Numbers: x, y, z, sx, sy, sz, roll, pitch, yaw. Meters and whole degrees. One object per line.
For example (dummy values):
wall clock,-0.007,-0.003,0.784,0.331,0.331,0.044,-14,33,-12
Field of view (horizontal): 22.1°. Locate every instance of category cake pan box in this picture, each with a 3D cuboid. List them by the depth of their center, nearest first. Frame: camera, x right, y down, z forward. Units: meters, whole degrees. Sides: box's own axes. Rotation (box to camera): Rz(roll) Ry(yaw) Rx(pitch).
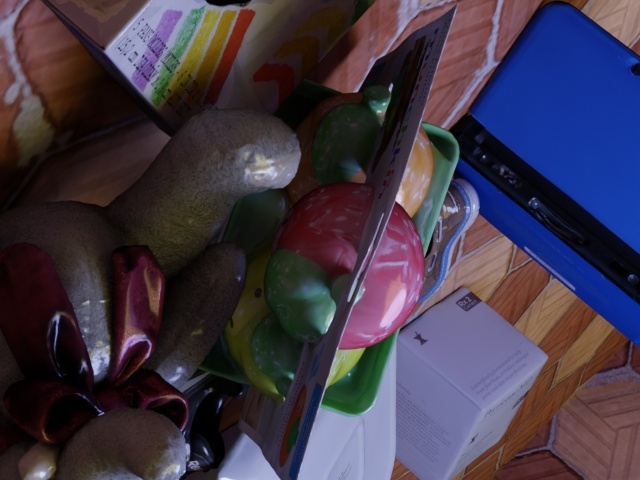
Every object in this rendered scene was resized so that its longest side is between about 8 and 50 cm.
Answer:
cake pan box,-0.041,-0.185,1.056,0.246,0.070,0.267,-49,161,-5

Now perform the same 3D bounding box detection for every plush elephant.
plush elephant,-0.157,0.104,1.019,0.272,0.255,0.330,-1,144,-35

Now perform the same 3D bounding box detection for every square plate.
square plate,0.003,0.224,1.571,0.347,0.049,0.344,-55,152,-43

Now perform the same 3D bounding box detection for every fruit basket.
fruit basket,0.000,0.000,1.177,0.353,0.165,0.327,167,-59,-88

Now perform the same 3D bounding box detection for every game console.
game console,0.293,-0.060,1.688,0.173,0.293,0.250,-45,161,-8

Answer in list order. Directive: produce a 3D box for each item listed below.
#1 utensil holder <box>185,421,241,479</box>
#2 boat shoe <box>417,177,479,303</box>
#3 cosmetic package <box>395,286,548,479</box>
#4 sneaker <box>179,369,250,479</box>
utensil holder,-0.023,0.439,1.826,0.327,0.385,0.327,-41,160,-18
boat shoe,0.105,0.004,1.769,0.066,0.066,0.183,-16,144,-35
cosmetic package,0.168,0.192,2.122,0.151,0.151,0.183,-33,156,-41
sneaker,-0.161,0.175,1.386,0.276,0.135,0.097,-49,167,5
